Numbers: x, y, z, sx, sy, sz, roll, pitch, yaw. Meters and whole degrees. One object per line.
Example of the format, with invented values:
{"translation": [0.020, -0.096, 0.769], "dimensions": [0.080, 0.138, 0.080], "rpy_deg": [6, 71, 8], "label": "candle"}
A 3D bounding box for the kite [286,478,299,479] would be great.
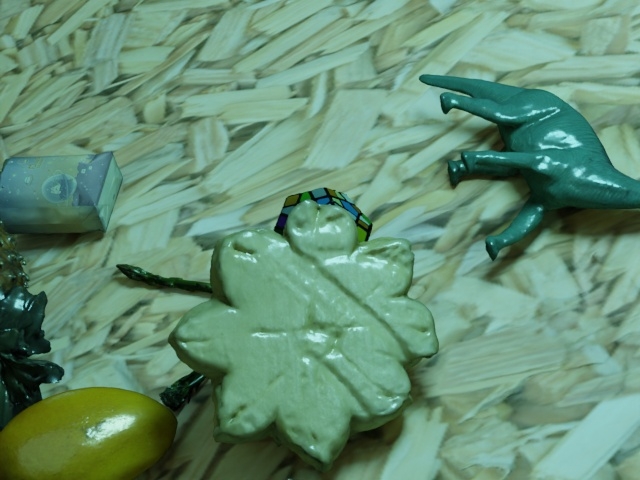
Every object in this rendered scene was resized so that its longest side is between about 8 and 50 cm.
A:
{"translation": [-0.013, 0.356, 1.516], "dimensions": [0.141, 0.015, 0.245], "rpy_deg": [-3, 59, -10], "label": "kite"}

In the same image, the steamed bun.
{"translation": [-0.023, 0.112, 1.683], "dimensions": [0.292, 0.137, 0.295], "rpy_deg": [-10, 82, -9], "label": "steamed bun"}

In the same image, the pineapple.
{"translation": [-0.422, 0.104, 1.891], "dimensions": [0.170, 0.141, 0.310], "rpy_deg": [-27, 52, -8], "label": "pineapple"}

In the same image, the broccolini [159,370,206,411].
{"translation": [-0.138, 0.146, 1.794], "dimensions": [0.030, 0.035, 0.140], "rpy_deg": [30, 64, 35], "label": "broccolini"}

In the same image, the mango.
{"translation": [-0.270, 0.237, 1.721], "dimensions": [0.219, 0.112, 0.145], "rpy_deg": [-18, 49, -13], "label": "mango"}

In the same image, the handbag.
{"translation": [-0.362, -0.061, 2.041], "dimensions": [0.173, 0.095, 0.117], "rpy_deg": [-1, 44, 12], "label": "handbag"}

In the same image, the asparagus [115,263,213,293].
{"translation": [-0.161, 0.055, 1.895], "dimensions": [0.233, 0.022, 0.023], "rpy_deg": [10, 99, 27], "label": "asparagus"}

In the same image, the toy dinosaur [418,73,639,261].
{"translation": [0.322, -0.124, 1.819], "dimensions": [0.331, 0.129, 0.383], "rpy_deg": [-13, 44, -3], "label": "toy dinosaur"}

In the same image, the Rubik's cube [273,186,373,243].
{"translation": [0.000, 0.000, 1.813], "dimensions": [0.112, 0.133, 0.133], "rpy_deg": [-47, 42, 18], "label": "Rubik's cube"}
